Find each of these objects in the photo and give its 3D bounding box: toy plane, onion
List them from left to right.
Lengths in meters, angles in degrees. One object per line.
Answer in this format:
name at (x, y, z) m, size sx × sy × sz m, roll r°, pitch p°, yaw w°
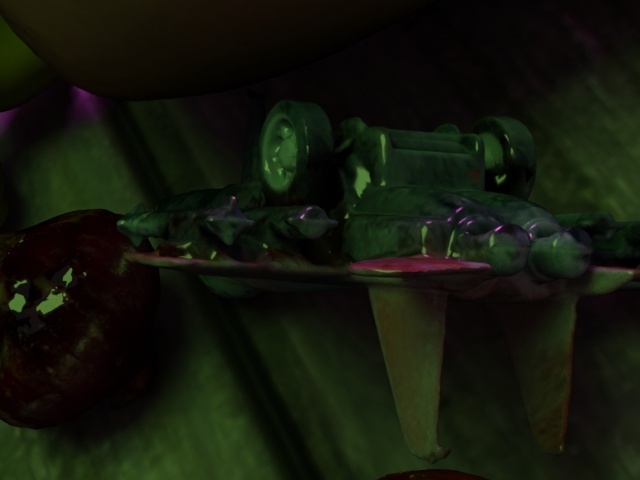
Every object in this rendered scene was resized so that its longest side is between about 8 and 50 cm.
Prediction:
onion at (-0.113, 0.037, 0.682) m, size 0.107 × 0.097 × 0.107 m, roll -42°, pitch 18°, yaw 17°
toy plane at (0.001, -0.007, 0.606) m, size 0.326 × 0.223 × 0.104 m, roll 24°, pitch 109°, yaw 59°

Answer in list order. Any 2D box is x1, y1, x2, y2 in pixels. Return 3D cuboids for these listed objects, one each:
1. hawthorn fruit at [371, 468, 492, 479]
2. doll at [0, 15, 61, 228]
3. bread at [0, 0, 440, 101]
hawthorn fruit at (0.019, 0.146, 0.469) m, size 0.148 × 0.172 × 0.148 m, roll 8°, pitch 102°, yaw 39°
doll at (-0.216, -0.047, 0.776) m, size 0.221 × 0.135 × 0.143 m, roll -54°, pitch 13°, yaw -14°
bread at (0.008, -0.222, 0.652) m, size 0.376 × 0.253 × 0.348 m, roll -31°, pitch 16°, yaw -3°
